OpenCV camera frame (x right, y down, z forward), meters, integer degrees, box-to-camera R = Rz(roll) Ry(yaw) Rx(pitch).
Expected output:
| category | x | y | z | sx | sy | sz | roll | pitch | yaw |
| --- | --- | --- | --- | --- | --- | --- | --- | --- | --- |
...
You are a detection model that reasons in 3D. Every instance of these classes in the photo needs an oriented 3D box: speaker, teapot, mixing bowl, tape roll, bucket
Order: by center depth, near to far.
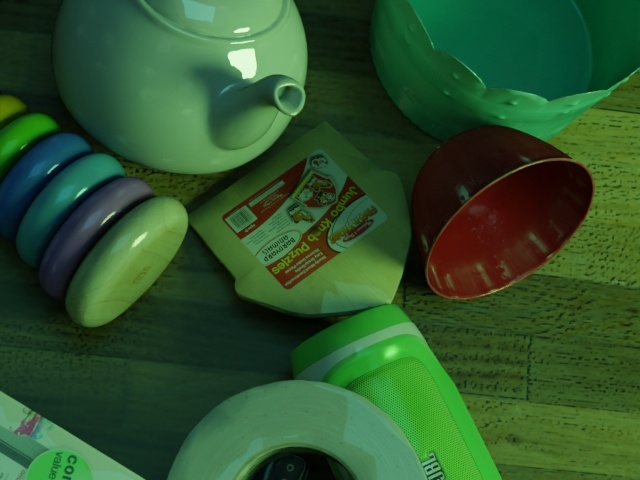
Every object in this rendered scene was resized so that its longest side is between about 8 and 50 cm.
| category | x | y | z | sx | sy | sz | roll | pitch | yaw |
| --- | --- | --- | --- | --- | --- | --- | --- | --- | --- |
| tape roll | -0.017 | 0.225 | 1.212 | 0.219 | 0.072 | 0.219 | -1 | 76 | 5 |
| speaker | 0.084 | 0.210 | 1.309 | 0.131 | 0.131 | 0.296 | -23 | 77 | -16 |
| teapot | -0.117 | -0.201 | 1.346 | 0.256 | 0.187 | 0.252 | 24 | 46 | -2 |
| mixing bowl | 0.152 | -0.041 | 1.393 | 0.181 | 0.181 | 0.098 | -23 | 56 | -16 |
| bucket | 0.181 | -0.227 | 1.439 | 0.281 | 0.183 | 0.281 | 3 | 72 | -9 |

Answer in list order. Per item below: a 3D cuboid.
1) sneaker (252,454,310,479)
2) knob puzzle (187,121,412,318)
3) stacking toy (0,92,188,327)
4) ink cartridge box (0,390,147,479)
| category | x | y | z | sx | sy | sz | roll | pitch | yaw |
| --- | --- | --- | --- | --- | --- | --- | --- | --- | --- |
| sneaker | -0.023 | 0.276 | 1.289 | 0.226 | 0.086 | 0.163 | 32 | 72 | 3 |
| knob puzzle | 0.000 | 0.000 | 1.398 | 0.213 | 0.030 | 0.213 | -2 | 59 | 3 |
| stacking toy | -0.282 | -0.074 | 1.343 | 0.330 | 0.141 | 0.141 | 40 | 70 | 9 |
| ink cartridge box | -0.292 | 0.227 | 1.200 | 0.270 | 0.197 | 0.198 | 31 | 70 | 1 |
